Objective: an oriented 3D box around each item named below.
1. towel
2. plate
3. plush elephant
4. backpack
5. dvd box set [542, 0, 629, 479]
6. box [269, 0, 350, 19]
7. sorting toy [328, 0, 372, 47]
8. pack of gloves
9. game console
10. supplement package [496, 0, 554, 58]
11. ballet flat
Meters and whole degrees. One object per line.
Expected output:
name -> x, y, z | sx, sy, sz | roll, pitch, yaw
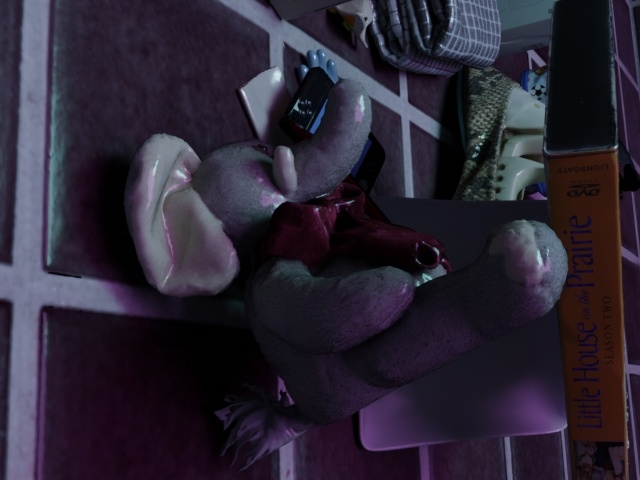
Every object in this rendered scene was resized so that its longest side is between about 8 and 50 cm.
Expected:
towel -> 0.149, -0.370, 1.146 | 0.235, 0.121, 0.284 | -14, 95, -60
plate -> 0.161, 0.090, 0.988 | 0.277, 0.045, 0.278 | 0, 88, -22
plush elephant -> 0.000, 0.000, 0.693 | 0.255, 0.330, 0.272 | 59, 16, 6
backpack -> 0.403, -0.186, 1.438 | 0.263, 0.213, 0.276 | -4, 79, -72
dvd box set -> 0.276, 0.007, 0.873 | 0.308, 0.062, 0.420 | -68, 150, -50
box -> 0.002, -0.374, 0.922 | 0.113, 0.094, 0.275 | 49, 43, -42
sorting toy -> 0.045, -0.273, 1.026 | 0.075, 0.045, 0.083 | 52, 40, -51
pack of gloves -> 0.014, -0.087, 0.918 | 0.195, 0.046, 0.232 | -47, 122, -54
game console -> 0.035, -0.091, 0.859 | 0.144, 0.085, 0.124 | 48, 56, -36
supplement package -> 0.309, -0.415, 1.354 | 0.149, 0.194, 0.203 | 3, 80, -60
ballet flat -> 0.268, -0.086, 1.212 | 0.164, 0.182, 0.483 | 55, 39, -40
